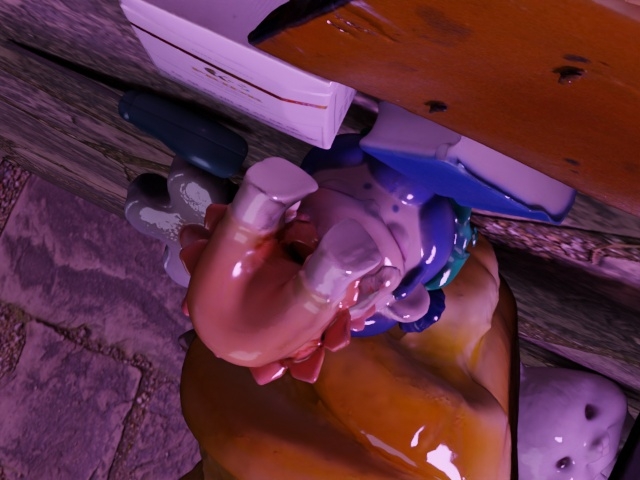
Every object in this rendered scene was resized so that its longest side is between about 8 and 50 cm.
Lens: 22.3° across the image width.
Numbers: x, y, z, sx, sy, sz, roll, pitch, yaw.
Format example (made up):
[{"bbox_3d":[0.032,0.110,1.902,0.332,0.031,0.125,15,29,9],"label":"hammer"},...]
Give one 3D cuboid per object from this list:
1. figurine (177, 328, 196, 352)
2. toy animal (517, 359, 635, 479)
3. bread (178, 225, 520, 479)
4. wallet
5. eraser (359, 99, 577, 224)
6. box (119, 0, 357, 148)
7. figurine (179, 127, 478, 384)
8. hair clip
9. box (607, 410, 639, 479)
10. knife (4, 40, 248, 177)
[{"bbox_3d":[-0.002,0.084,1.421,0.247,0.173,0.177,46,161,-31],"label":"figurine"},{"bbox_3d":[0.212,0.174,1.552,0.179,0.127,0.193,25,178,35],"label":"toy animal"},{"bbox_3d":[0.014,0.104,0.968,0.211,0.270,0.315,0,-167,6],"label":"bread"},{"bbox_3d":[0.077,-0.047,0.423,0.161,0.042,0.195,23,174,-13],"label":"wallet"},{"bbox_3d":[0.062,-0.033,0.686,0.063,0.027,0.085,29,174,-24],"label":"eraser"},{"bbox_3d":[-0.027,-0.076,0.624,0.084,0.040,0.154,27,175,2],"label":"box"},{"bbox_3d":[0.000,0.000,0.745,0.111,0.102,0.195,47,-153,11],"label":"figurine"},{"bbox_3d":[-0.033,0.011,1.261,0.257,0.075,0.146,30,132,15],"label":"hair clip"},{"bbox_3d":[0.306,0.229,0.922,0.345,0.251,0.204,26,176,10],"label":"box"},{"bbox_3d":[-0.133,-0.093,1.098,0.058,0.032,0.244,19,-174,-46],"label":"knife"}]
